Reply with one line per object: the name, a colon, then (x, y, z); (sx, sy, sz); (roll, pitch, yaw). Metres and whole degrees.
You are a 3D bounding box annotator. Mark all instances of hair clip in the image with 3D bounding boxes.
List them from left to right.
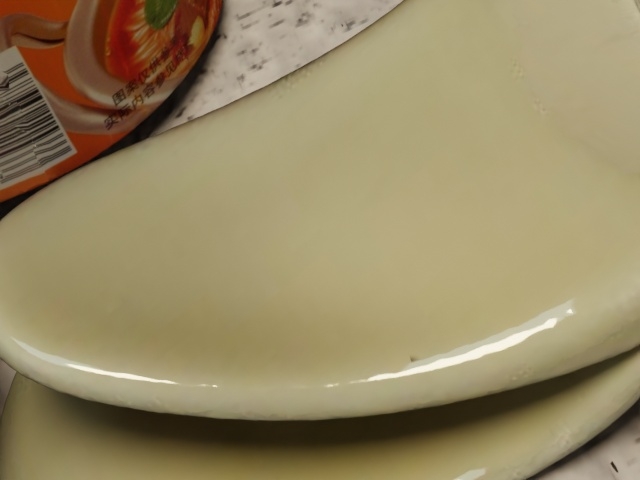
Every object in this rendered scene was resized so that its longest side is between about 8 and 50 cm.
hair clip: (0.010, 0.008, 0.629); (0.282, 0.113, 0.172); (-25, 51, -3)

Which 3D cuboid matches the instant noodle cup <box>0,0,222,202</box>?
instant noodle cup: (-0.157, -0.142, 0.722); (0.250, 0.192, 0.250); (-11, 44, 11)
